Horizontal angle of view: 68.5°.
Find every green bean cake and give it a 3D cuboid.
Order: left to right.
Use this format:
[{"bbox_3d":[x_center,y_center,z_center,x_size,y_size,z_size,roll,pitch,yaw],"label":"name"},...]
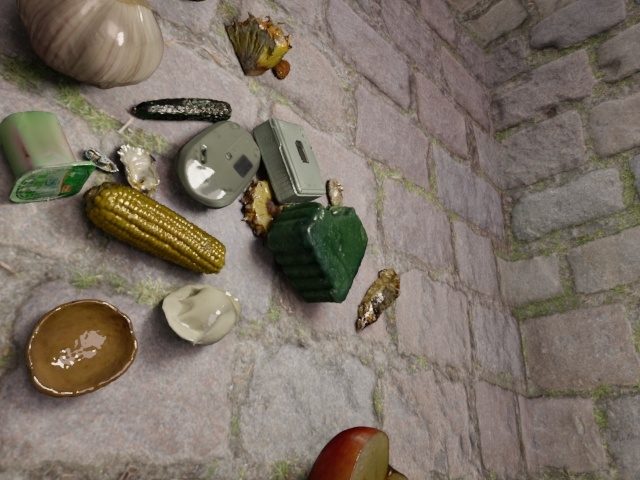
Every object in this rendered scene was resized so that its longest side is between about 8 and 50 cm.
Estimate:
[{"bbox_3d":[0.000,0.000,1.441,0.300,0.169,0.307,62,40,-31],"label":"green bean cake"}]

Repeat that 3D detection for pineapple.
[{"bbox_3d":[-0.201,-0.630,1.520,0.236,0.186,0.115,37,34,30],"label":"pineapple"},{"bbox_3d":[-0.153,-0.088,1.431,0.221,0.047,0.220,20,62,-43],"label":"pineapple"}]

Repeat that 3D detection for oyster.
[{"bbox_3d":[-0.439,-0.172,1.152,0.146,0.045,0.121,46,49,-15],"label":"oyster"},{"bbox_3d":[0.047,-0.163,1.691,0.086,0.029,0.132,35,55,-26],"label":"oyster"},{"bbox_3d":[0.222,0.215,1.710,0.345,0.079,0.128,-43,116,-50],"label":"oyster"}]

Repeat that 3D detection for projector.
[{"bbox_3d":[-0.089,-0.249,1.486,0.192,0.099,0.256,-9,78,-63],"label":"projector"}]

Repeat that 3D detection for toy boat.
[{"bbox_3d":[-0.507,-0.185,1.090,0.083,0.038,0.038,36,51,-32],"label":"toy boat"}]

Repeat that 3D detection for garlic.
[{"bbox_3d":[-0.513,-0.483,1.045,0.317,0.259,0.317,43,20,-20],"label":"garlic"}]

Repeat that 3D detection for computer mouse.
[{"bbox_3d":[-0.281,-0.213,1.308,0.197,0.095,0.330,55,34,-19],"label":"computer mouse"}]

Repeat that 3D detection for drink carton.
[{"bbox_3d":[-0.568,-0.172,0.948,0.144,0.146,0.142,-20,82,-50],"label":"drink carton"}]

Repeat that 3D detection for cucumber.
[{"bbox_3d":[-0.372,-0.358,1.285,0.294,0.068,0.067,-16,87,-49],"label":"cucumber"}]

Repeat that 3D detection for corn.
[{"bbox_3d":[-0.378,-0.020,1.107,0.363,0.121,0.120,35,52,-35],"label":"corn"}]

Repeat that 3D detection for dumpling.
[{"bbox_3d":[-0.287,0.169,1.145,0.166,0.126,0.216,44,51,10],"label":"dumpling"}]

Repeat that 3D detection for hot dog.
[{"bbox_3d":[-0.136,-0.602,1.657,0.058,0.035,0.083,46,46,-26],"label":"hot dog"}]

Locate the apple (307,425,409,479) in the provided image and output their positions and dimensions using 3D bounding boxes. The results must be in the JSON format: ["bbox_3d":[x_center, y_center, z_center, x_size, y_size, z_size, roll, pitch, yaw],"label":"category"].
[{"bbox_3d":[0.099,0.699,1.226,0.329,0.295,0.364,34,50,-1],"label":"apple"}]

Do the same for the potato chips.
[{"bbox_3d":[-0.480,0.218,0.943,0.195,0.062,0.208,41,50,-22],"label":"potato chips"}]
